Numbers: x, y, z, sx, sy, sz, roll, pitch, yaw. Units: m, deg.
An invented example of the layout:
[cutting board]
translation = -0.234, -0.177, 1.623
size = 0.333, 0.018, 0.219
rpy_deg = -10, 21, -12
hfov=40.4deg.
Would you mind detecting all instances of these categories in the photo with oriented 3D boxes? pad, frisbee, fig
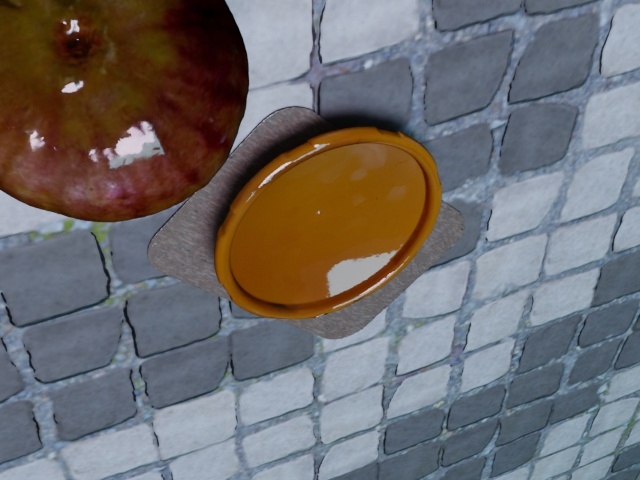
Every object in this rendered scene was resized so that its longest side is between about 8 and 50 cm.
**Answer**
[pad]
translation = 0.000, 0.000, 0.724
size = 0.176, 0.002, 0.266
rpy_deg = -44, 138, 17
[frisbee]
translation = 0.005, -0.014, 0.681
size = 0.192, 0.035, 0.192
rpy_deg = -17, 139, -16
[fig]
translation = -0.105, -0.089, 0.474
size = 0.149, 0.148, 0.202
rpy_deg = -15, -170, 26
